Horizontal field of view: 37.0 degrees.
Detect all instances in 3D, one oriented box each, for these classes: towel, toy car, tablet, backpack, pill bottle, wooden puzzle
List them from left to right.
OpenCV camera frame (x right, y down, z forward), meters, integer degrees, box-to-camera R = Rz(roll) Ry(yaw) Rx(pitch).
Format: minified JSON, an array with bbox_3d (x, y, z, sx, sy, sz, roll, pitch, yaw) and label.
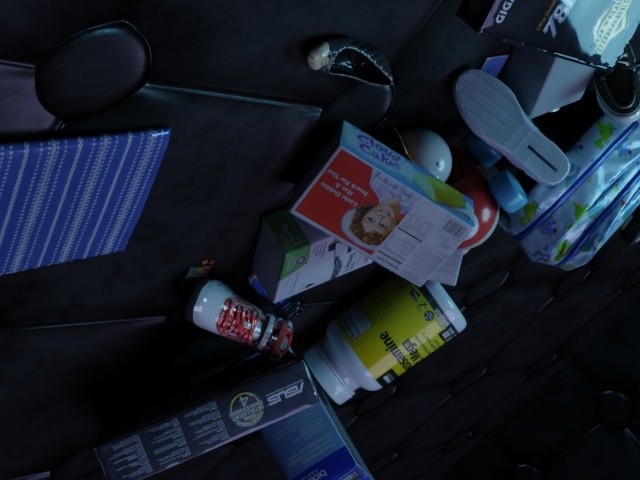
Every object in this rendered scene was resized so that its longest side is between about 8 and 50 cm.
[{"bbox_3d":[-0.375,-0.048,1.257,0.336,0.040,0.243,-12,145,-42],"label":"towel"},{"bbox_3d":[-0.216,0.062,1.648,0.049,0.006,0.083,-6,142,-45],"label":"wooden puzzle"},{"bbox_3d":[0.137,0.207,2.097,0.334,0.188,0.188,-36,154,3],"label":"pill bottle"},{"bbox_3d":[0.192,-0.106,1.646,0.219,0.210,0.238,-35,143,19],"label":"toy car"},{"bbox_3d":[0.287,-0.286,1.649,0.054,0.006,0.083,-15,147,-34],"label":"tablet"},{"bbox_3d":[0.494,-0.116,1.817,0.355,0.273,0.290,-31,180,-18],"label":"backpack"}]

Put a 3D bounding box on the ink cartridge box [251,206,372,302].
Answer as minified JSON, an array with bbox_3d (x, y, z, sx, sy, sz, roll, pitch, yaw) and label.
[{"bbox_3d":[0.000,0.000,1.697,0.219,0.093,0.160,-21,151,-25],"label":"ink cartridge box"}]

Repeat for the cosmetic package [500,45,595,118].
[{"bbox_3d":[0.403,-0.328,1.609,0.127,0.107,0.238,-21,154,-23],"label":"cosmetic package"}]

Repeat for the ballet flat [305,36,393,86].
[{"bbox_3d":[0.046,-0.255,1.370,0.173,0.049,0.057,-2,138,-48],"label":"ballet flat"}]

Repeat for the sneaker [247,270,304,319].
[{"bbox_3d":[-0.077,0.102,1.788,0.058,0.085,0.152,-37,154,4],"label":"sneaker"}]

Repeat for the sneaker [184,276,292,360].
[{"bbox_3d":[-0.132,0.143,1.702,0.090,0.144,0.270,-67,161,-11],"label":"sneaker"}]

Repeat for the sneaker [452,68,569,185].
[{"bbox_3d":[0.314,-0.190,1.641,0.094,0.258,0.091,-45,-166,0],"label":"sneaker"}]

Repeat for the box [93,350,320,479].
[{"bbox_3d":[-0.217,0.321,1.796,0.394,0.097,0.318,-22,180,-11],"label":"box"}]

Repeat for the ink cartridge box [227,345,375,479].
[{"bbox_3d":[-0.020,0.433,2.060,0.151,0.395,0.270,-33,154,-2],"label":"ink cartridge box"}]

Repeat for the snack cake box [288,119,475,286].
[{"bbox_3d":[0.100,-0.056,1.556,0.264,0.089,0.152,30,123,-15],"label":"snack cake box"}]

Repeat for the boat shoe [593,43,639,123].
[{"bbox_3d":[0.502,-0.305,1.649,0.077,0.219,0.070,-15,153,14],"label":"boat shoe"}]

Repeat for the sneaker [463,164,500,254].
[{"bbox_3d":[0.261,-0.058,1.927,0.121,0.099,0.262,-6,140,-24],"label":"sneaker"}]

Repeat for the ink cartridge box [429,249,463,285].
[{"bbox_3d":[0.220,0.003,1.936,0.045,0.145,0.179,-68,169,-49],"label":"ink cartridge box"}]

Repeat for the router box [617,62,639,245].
[{"bbox_3d":[0.663,-0.178,2.003,0.081,0.243,0.309,-20,150,-27],"label":"router box"}]

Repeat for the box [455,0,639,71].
[{"bbox_3d":[0.377,-0.406,1.358,0.293,0.073,0.296,5,123,-37],"label":"box"}]
